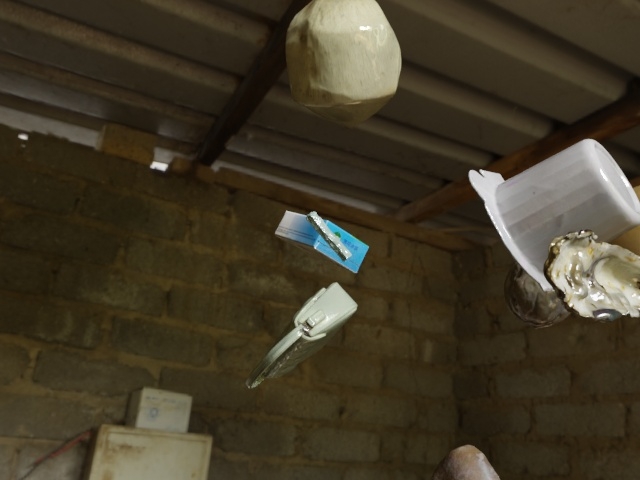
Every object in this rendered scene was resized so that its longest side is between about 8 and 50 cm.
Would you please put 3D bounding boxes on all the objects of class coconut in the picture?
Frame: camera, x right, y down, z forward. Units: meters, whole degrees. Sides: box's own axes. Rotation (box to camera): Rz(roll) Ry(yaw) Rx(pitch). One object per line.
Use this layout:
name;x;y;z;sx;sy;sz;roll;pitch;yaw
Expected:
coconut;0.039;-0.298;0.999;0.224;0.224;0.224;4;-19;1

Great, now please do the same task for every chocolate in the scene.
chocolate;0.239;0.452;0.929;0.083;0.161;0.261;5;25;-21

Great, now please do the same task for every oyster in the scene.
oyster;0.461;0.074;0.920;0.344;0.129;0.078;14;-23;-30

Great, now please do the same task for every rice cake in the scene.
rice cake;0.017;-0.008;1.184;0.021;0.121;0.022;-46;-8;38

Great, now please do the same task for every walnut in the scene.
walnut;0.643;0.148;1.731;0.224;0.224;0.224;4;-19;1

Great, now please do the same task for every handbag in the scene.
handbag;-0.052;0.198;1.157;0.219;0.079;0.256;-33;-15;-36

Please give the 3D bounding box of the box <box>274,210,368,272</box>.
box;0.000;0.001;1.399;0.139;0.073;0.194;30;-7;-33

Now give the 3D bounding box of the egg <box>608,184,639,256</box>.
egg;0.757;0.017;1.272;0.373;0.301;0.301;-6;-21;12

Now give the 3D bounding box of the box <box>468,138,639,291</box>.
box;0.447;-0.083;1.106;0.206;0.262;0.291;-34;-69;33
